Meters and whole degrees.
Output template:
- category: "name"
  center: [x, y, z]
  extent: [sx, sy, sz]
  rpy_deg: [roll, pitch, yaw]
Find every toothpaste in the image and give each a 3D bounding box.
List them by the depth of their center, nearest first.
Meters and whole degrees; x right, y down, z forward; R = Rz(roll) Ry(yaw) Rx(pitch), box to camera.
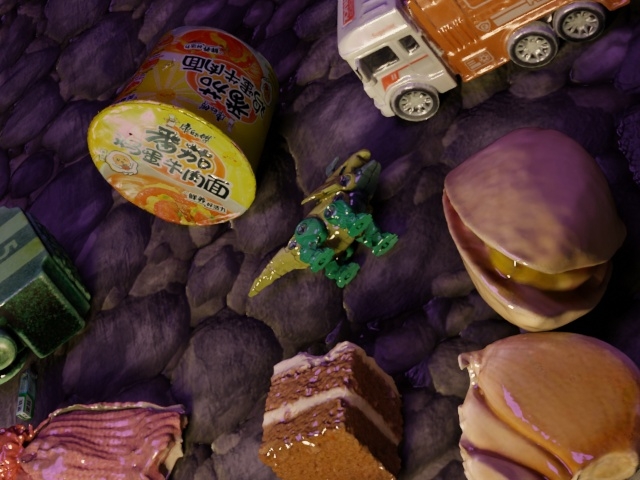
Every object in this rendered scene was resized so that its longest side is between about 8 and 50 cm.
- category: "toothpaste"
  center: [-0.441, 0.232, 2.316]
  extent: [0.017, 0.020, 0.083]
  rpy_deg: [-25, 42, 22]

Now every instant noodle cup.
- category: "instant noodle cup"
  center: [-0.187, -0.179, 2.271]
  extent: [0.264, 0.264, 0.200]
  rpy_deg: [-10, 44, 37]

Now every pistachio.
- category: "pistachio"
  center: [0.237, -0.016, 1.732]
  extent: [0.318, 0.214, 0.193]
  rpy_deg: [-69, -5, -67]

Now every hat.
- category: "hat"
  center: [-0.326, 0.313, 2.063]
  extent: [0.286, 0.107, 0.237]
  rpy_deg: [7, 58, 19]

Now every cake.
- category: "cake"
  center: [0.017, 0.215, 1.822]
  extent: [0.135, 0.134, 0.147]
  rpy_deg: [-22, 35, 28]

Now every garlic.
- category: "garlic"
  center: [0.247, 0.197, 1.641]
  extent: [0.217, 0.110, 0.228]
  rpy_deg: [-33, 47, -2]

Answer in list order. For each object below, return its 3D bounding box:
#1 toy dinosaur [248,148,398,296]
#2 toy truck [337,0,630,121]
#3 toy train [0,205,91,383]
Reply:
- category: "toy dinosaur"
  center: [0.000, 0.000, 2.061]
  extent: [0.259, 0.094, 0.153]
  rpy_deg: [-49, 37, 10]
- category: "toy truck"
  center: [0.199, -0.332, 2.066]
  extent: [0.387, 0.207, 0.173]
  rpy_deg: [-25, 42, 26]
- category: "toy train"
  center: [-0.490, 0.088, 2.385]
  extent: [0.238, 0.167, 0.299]
  rpy_deg: [-37, 36, -4]
